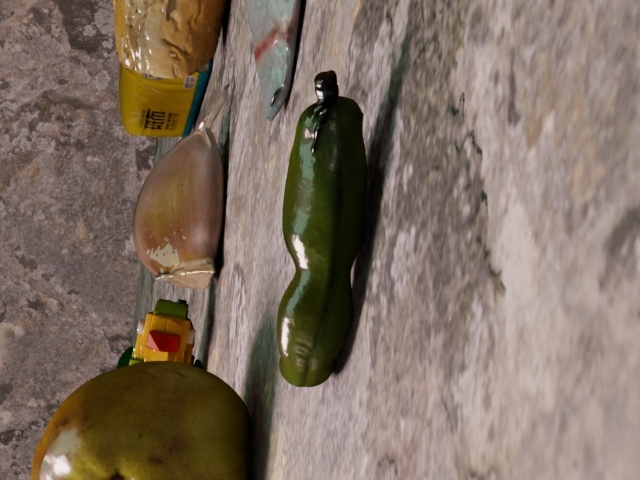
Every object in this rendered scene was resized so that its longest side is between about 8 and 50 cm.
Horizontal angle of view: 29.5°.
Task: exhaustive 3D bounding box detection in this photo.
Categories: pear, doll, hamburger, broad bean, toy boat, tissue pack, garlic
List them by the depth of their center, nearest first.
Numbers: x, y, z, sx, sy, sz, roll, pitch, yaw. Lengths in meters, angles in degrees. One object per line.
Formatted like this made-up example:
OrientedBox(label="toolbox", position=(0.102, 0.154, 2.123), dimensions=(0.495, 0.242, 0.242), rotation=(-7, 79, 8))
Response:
OrientedBox(label="broad bean", position=(0.000, 0.000, 0.723), dimensions=(0.070, 0.048, 0.213), rotation=(-106, 22, -61))
OrientedBox(label="pear", position=(-0.152, 0.199, 1.046), dimensions=(0.200, 0.200, 0.200), rotation=(-174, 90, -79))
OrientedBox(label="toy boat", position=(-0.051, -0.253, 1.078), dimensions=(0.206, 0.096, 0.282), rotation=(-36, 57, 56))
OrientedBox(label="doll", position=(-0.197, 0.160, 1.503), dimensions=(0.134, 0.106, 0.186), rotation=(-80, 2, -59))
OrientedBox(label="garlic", position=(-0.167, -0.062, 1.523), dimensions=(0.128, 0.148, 0.266), rotation=(27, -121, -62))
OrientedBox(label="hamburger", position=(-0.200, -0.392, 1.674), dimensions=(0.330, 0.162, 0.209), rotation=(-92, 16, -44))
OrientedBox(label="tissue pack", position=(-0.253, -0.299, 1.960), dimensions=(0.271, 0.134, 0.192), rotation=(123, 151, -67))
